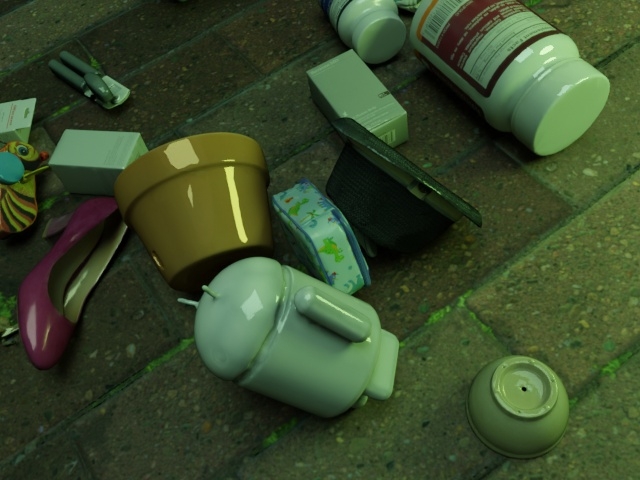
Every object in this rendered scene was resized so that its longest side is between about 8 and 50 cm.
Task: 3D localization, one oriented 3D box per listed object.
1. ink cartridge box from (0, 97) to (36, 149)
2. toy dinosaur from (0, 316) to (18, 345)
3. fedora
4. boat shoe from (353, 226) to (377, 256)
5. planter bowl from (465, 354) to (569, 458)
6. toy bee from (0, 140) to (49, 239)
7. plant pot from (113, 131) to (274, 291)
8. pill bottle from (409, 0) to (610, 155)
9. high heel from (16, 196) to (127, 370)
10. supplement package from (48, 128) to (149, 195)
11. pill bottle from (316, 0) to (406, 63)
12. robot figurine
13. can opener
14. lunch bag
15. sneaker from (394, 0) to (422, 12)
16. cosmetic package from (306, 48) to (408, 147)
[{"bbox_3d":[-0.760,-0.272,1.550,0.180,0.060,0.104,-9,55,3],"label":"ink cartridge box"},{"bbox_3d":[-0.647,0.181,1.251,0.183,0.053,0.092,0,41,0],"label":"toy dinosaur"},{"bbox_3d":[0.127,-0.080,1.186,0.334,0.334,0.152,43,102,29],"label":"fedora"},{"bbox_3d":[0.082,-0.005,1.265,0.035,0.035,0.100,-31,57,22],"label":"boat shoe"},{"bbox_3d":[0.313,0.246,1.015,0.162,0.109,0.162,-4,56,6],"label":"planter bowl"},{"bbox_3d":[-0.655,-0.153,1.403,0.195,0.162,0.298,4,94,33],"label":"toy bee"},{"bbox_3d":[-0.211,-0.036,1.197,0.291,0.291,0.203,-20,72,-5],"label":"plant pot"},{"bbox_3d":[0.382,-0.367,1.340,0.224,0.224,0.392,-30,58,-11],"label":"pill bottle"},{"bbox_3d":[-0.457,0.063,1.237,0.182,0.127,0.377,-17,52,10],"label":"high heel"},{"bbox_3d":[-0.473,-0.168,1.411,0.180,0.105,0.105,5,58,11],"label":"supplement package"},{"bbox_3d":[0.094,-0.553,1.549,0.153,0.153,0.264,-21,57,-5],"label":"pill bottle"},{"bbox_3d":[-0.047,0.152,1.023,0.354,0.300,0.199,27,53,-21],"label":"robot figurine"},{"bbox_3d":[-0.575,-0.404,1.597,0.280,0.093,0.074,33,68,31],"label":"can opener"},{"bbox_3d":[0.000,0.000,1.166,0.090,0.176,0.219,-29,32,-10],"label":"lunch bag"},{"bbox_3d":[0.267,-0.688,1.646,0.110,0.107,0.275,20,61,31],"label":"sneaker"},{"bbox_3d":[0.078,-0.294,1.412,0.127,0.107,0.238,-30,61,-7],"label":"cosmetic package"}]
